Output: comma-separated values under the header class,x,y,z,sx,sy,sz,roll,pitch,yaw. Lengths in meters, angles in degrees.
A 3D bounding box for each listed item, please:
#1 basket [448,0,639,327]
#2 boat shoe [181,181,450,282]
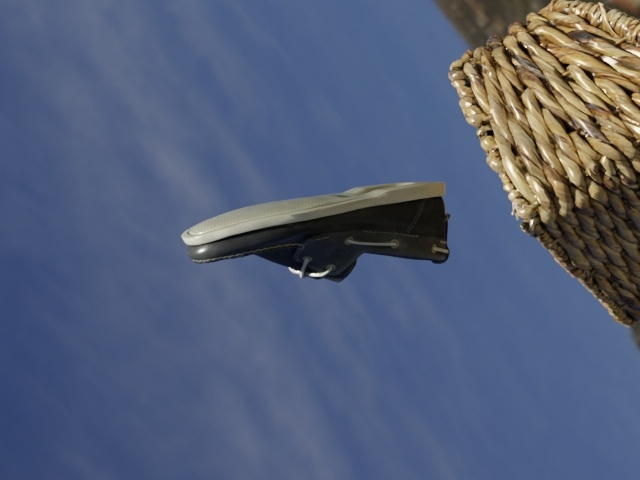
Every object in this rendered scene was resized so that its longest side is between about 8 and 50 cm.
class,x,y,z,sx,sy,sz,roll,pitch,yaw
basket,0.271,-0.096,1.414,0.299,0.223,0.213,36,-153,-55
boat shoe,0.000,0.000,1.402,0.084,0.233,0.079,-159,63,-70
